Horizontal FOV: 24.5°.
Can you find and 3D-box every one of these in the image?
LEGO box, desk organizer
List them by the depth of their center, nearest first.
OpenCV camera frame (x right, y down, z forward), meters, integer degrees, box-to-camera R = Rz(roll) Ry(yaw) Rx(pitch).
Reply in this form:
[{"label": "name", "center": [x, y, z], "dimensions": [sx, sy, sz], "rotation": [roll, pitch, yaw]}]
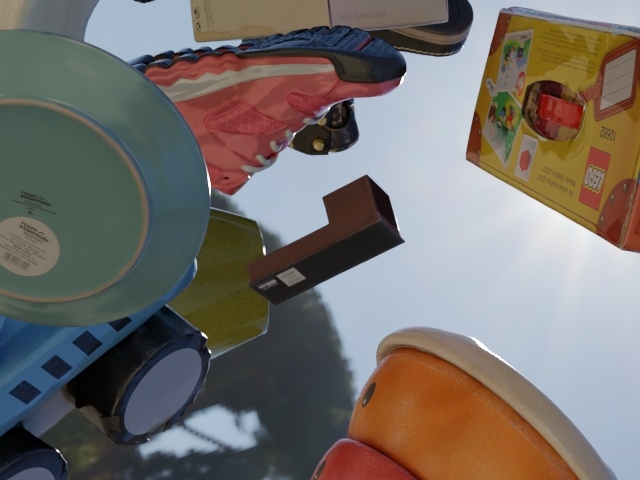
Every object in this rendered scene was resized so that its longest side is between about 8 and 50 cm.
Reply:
[{"label": "desk organizer", "center": [0.000, 0.000, 1.246], "dimensions": [0.047, 0.130, 0.050], "rotation": [40, 29, -51]}, {"label": "LEGO box", "center": [0.405, -0.100, 1.516], "dimensions": [0.500, 0.373, 0.193], "rotation": [-129, -130, -75]}]

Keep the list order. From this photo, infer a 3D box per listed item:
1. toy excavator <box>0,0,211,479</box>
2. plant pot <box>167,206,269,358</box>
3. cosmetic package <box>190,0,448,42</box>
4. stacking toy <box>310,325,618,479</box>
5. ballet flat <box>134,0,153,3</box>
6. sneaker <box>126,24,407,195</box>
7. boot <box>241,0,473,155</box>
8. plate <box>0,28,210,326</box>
[{"label": "toy excavator", "center": [-0.199, -0.051, 1.018], "dimensions": [0.222, 0.433, 0.445], "rotation": [36, -28, 27]}, {"label": "plant pot", "center": [-0.214, 0.056, 1.706], "dimensions": [0.275, 0.294, 0.274], "rotation": [176, -90, -80]}, {"label": "cosmetic package", "center": [-0.011, -0.287, 1.664], "dimensions": [0.309, 0.160, 0.113], "rotation": [10, -73, 59]}, {"label": "stacking toy", "center": [0.056, 0.354, 1.543], "dimensions": [0.351, 0.480, 0.350], "rotation": [41, -21, 19]}, {"label": "ballet flat", "center": [-0.130, -0.292, 1.323], "dimensions": [0.057, 0.173, 0.049], "rotation": [32, -6, -24]}, {"label": "sneaker", "center": [-0.062, -0.112, 1.342], "dimensions": [0.314, 0.116, 0.136], "rotation": [-5, -73, 24]}, {"label": "boot", "center": [0.032, -0.252, 2.046], "dimensions": [0.378, 0.138, 0.284], "rotation": [18, -46, 21]}, {"label": "plate", "center": [-0.154, -0.024, 0.800], "dimensions": [0.024, 0.188, 0.188], "rotation": [-83, 171, -58]}]
